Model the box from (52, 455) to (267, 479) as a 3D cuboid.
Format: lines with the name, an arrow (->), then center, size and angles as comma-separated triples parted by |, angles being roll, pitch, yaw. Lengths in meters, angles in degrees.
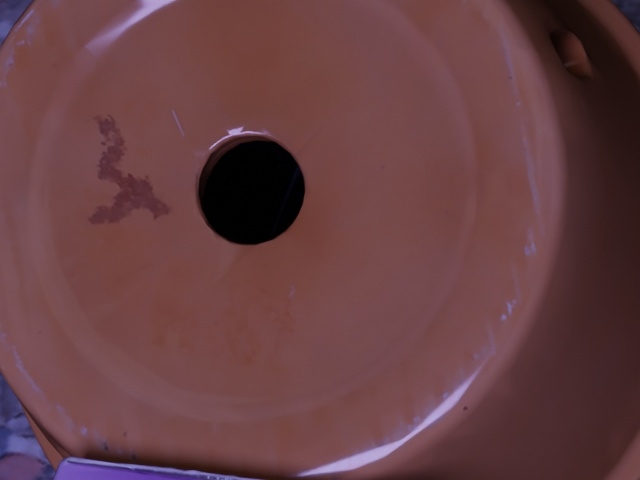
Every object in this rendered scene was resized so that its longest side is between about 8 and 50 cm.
box -> -0.040, 0.229, 0.587 | 0.117, 0.213, 0.243 | 5, 49, 11

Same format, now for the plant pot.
plant pot -> 0.000, 0.000, 0.710 | 0.291, 0.203, 0.291 | -2, 81, 12

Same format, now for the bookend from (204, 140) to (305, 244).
bookend -> -0.006, -0.018, 0.894 | 0.157, 0.072, 0.156 | 11, 51, 14
